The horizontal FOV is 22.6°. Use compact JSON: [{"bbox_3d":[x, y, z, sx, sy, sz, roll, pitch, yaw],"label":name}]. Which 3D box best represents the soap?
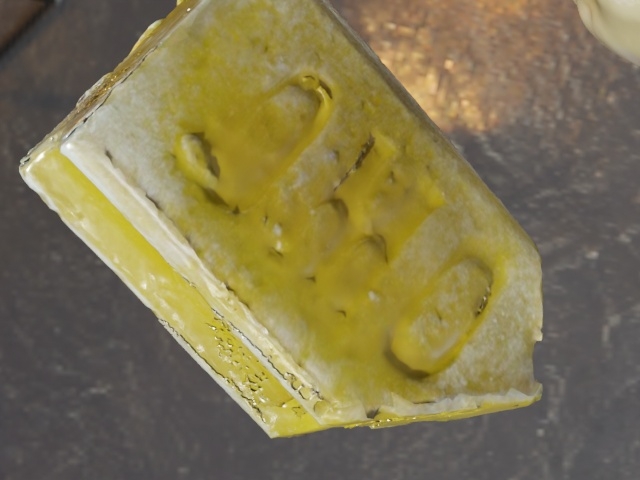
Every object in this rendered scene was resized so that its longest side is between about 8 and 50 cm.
[{"bbox_3d":[0.000,0.000,0.782,0.160,0.257,0.080,-51,17,-26],"label":"soap"}]

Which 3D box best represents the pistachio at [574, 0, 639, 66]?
[{"bbox_3d":[0.182,-0.162,0.737,0.152,0.223,0.126,11,134,25],"label":"pistachio"}]
